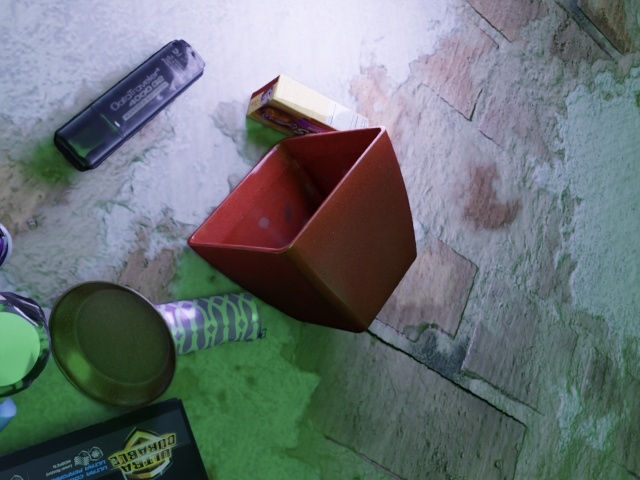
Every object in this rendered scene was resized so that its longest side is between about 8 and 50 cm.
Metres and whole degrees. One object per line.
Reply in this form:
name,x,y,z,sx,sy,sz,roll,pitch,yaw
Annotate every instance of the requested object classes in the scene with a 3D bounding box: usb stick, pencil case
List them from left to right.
usb stick,-0.292,-0.216,1.030,0.077,0.045,0.278,46,63,-10
pencil case,-0.192,0.135,1.025,0.206,0.088,0.086,-5,44,-32

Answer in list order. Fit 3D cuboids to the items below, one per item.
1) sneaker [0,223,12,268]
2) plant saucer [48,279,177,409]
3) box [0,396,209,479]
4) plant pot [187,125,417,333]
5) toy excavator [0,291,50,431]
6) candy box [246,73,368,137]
sneaker,-0.396,0.058,0.631,0.083,0.098,0.224,46,71,-18
plant saucer,-0.286,0.143,0.928,0.199,0.198,0.036,61,21,-10
box,-0.277,0.390,0.847,0.295,0.073,0.294,-13,67,-30
plant pot,0.000,0.000,1.069,0.267,0.267,0.236,-51,122,-26
toy excavator,-0.589,0.156,0.717,0.433,0.222,0.445,43,73,-18
candy box,-0.023,-0.216,1.157,0.186,0.109,0.053,23,72,-28
